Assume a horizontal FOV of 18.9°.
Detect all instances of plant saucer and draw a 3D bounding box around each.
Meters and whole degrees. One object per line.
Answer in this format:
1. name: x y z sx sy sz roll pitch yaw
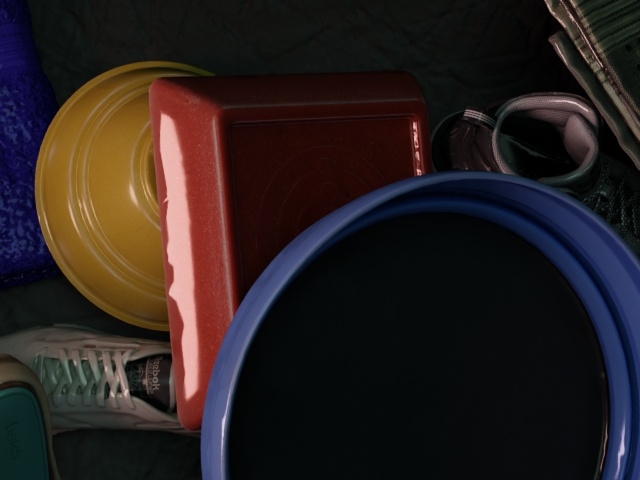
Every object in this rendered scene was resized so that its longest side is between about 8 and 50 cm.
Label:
1. plant saucer: 0.000 0.000 1.448 0.259 0.047 0.258 -5 91 -39

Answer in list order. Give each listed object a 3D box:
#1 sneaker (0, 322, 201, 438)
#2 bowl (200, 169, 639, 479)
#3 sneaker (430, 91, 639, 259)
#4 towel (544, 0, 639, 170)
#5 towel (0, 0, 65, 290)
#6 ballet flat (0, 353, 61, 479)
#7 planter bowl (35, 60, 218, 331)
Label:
1. sneaker: -0.166 0.105 1.466 0.235 0.095 0.090 1 83 -4
2. bowl: 0.091 0.144 1.403 0.391 0.077 0.391 -2 94 -26
3. sneaker: 0.216 -0.035 1.505 0.268 0.153 0.101 23 79 -3
4. towel: 0.325 -0.137 1.527 0.324 0.056 0.312 -29 87 -41
5. towel: -0.319 -0.101 1.487 0.227 0.076 0.308 -16 84 -9
6. ballet flat: -0.230 0.198 1.441 0.086 0.086 0.248 -4 112 -8
7. planter bowl: -0.103 -0.043 1.470 0.217 0.090 0.217 5 78 -22
